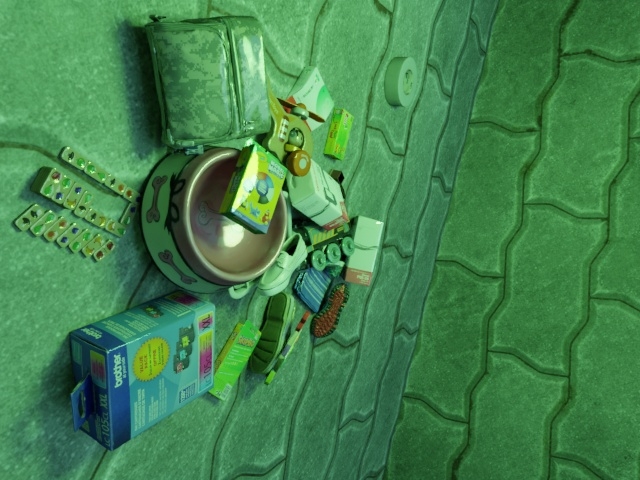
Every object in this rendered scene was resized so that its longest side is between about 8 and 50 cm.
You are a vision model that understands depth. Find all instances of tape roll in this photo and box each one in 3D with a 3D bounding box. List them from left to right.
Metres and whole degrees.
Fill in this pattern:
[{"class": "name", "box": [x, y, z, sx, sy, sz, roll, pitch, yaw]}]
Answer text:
[{"class": "tape roll", "box": [0.375, -0.736, 2.242, 0.219, 0.072, 0.219, -31, 127, -52]}]

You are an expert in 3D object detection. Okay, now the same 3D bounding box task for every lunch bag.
[{"class": "lunch bag", "box": [-0.279, -0.379, 1.170, 0.256, 0.212, 0.305, -20, 120, -36]}]

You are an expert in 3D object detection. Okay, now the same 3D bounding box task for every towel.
[{"class": "towel", "box": [0.008, 0.116, 2.013, 0.336, 0.040, 0.243, -64, 149, -21]}]

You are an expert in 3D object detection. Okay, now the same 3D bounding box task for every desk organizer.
[{"class": "desk organizer", "box": [0.074, -0.228, 1.967, 0.047, 0.050, 0.130, -60, 147, -25]}]

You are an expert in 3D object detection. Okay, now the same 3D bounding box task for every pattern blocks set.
[{"class": "pattern blocks set", "box": [-0.121, 0.399, 1.764, 0.285, 0.026, 0.325, -59, 178, -22]}]

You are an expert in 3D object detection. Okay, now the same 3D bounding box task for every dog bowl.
[{"class": "dog bowl", "box": [-0.254, -0.060, 1.278, 0.407, 0.150, 0.408, 3, 86, -48]}]

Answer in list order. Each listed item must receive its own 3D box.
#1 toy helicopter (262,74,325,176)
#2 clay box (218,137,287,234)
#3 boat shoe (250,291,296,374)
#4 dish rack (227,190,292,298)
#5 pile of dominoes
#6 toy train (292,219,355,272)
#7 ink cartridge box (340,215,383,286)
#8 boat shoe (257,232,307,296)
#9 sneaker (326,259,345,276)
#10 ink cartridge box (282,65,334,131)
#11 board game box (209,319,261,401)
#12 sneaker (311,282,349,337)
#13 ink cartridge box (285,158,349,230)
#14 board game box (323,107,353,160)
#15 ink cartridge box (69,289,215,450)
[{"class": "toy helicopter", "box": [-0.117, -0.384, 1.508, 0.235, 0.140, 0.355, -55, 135, -24]}, {"class": "clay box", "box": [-0.163, -0.142, 1.230, 0.127, 0.053, 0.222, 34, 65, -43]}, {"class": "boat shoe", "box": [-0.158, 0.341, 1.753, 0.103, 0.113, 0.302, 33, 76, -57]}, {"class": "dish rack", "box": [-0.213, 0.003, 1.559, 0.332, 0.072, 0.286, -32, 127, -50]}, {"class": "pile of dominoes", "box": [-0.509, -0.067, 1.062, 0.251, 0.040, 0.196, 43, 65, -56]}, {"class": "toy train", "box": [0.000, 0.000, 1.840, 0.334, 0.142, 0.190, -24, 100, -45]}, {"class": "ink cartridge box", "box": [0.179, 0.043, 2.111, 0.207, 0.117, 0.283, -129, -128, -88]}, {"class": "boat shoe", "box": [-0.125, 0.073, 1.579, 0.267, 0.096, 0.088, -48, 136, -43]}, {"class": "sneaker", "box": [0.053, 0.116, 2.006, 0.166, 0.065, 0.076, 15, 92, -62]}, {"class": "ink cartridge box", "box": [-0.046, -0.454, 1.670, 0.225, 0.056, 0.181, -65, 148, -21]}, {"class": "board game box", "box": [-0.294, 0.399, 1.625, 0.259, 0.039, 0.124, -59, 147, -23]}, {"class": "sneaker", "box": [0.052, 0.306, 2.096, 0.262, 0.104, 0.125, -59, 177, 1]}, {"class": "ink cartridge box", "box": [-0.012, -0.163, 1.703, 0.237, 0.100, 0.172, 35, 35, -51]}, {"class": "board game box", "box": [0.072, -0.414, 1.893, 0.092, 0.043, 0.181, 13, 90, -60]}, {"class": "ink cartridge box", "box": [-0.455, 0.320, 1.212, 0.395, 0.151, 0.270, -20, 119, -53]}]
